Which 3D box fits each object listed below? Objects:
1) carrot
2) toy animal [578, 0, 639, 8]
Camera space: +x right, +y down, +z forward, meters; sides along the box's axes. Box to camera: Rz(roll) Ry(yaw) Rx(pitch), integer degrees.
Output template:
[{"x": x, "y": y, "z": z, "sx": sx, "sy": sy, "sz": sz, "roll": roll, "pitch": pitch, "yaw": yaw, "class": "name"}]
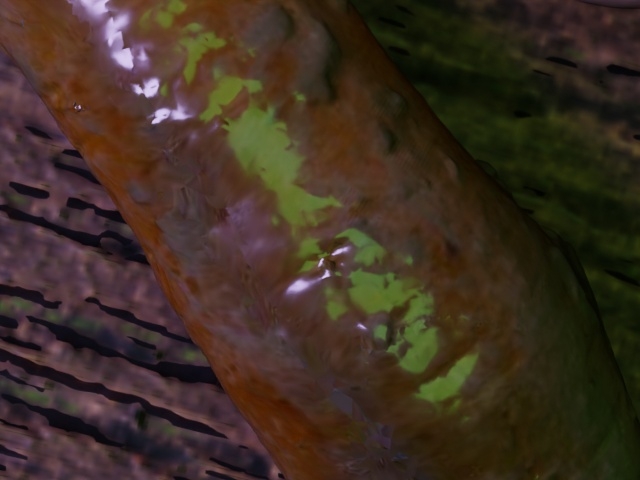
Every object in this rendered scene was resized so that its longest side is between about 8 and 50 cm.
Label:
[{"x": 0.000, "y": 0.000, "z": 0.678, "sx": 0.139, "sy": 0.139, "sz": 0.302, "roll": -42, "pitch": 99, "yaw": -2, "class": "carrot"}, {"x": 0.067, "y": -0.179, "z": 0.656, "sx": 0.250, "sy": 0.154, "sz": 0.166, "roll": 33, "pitch": 83, "yaw": -13, "class": "toy animal"}]
